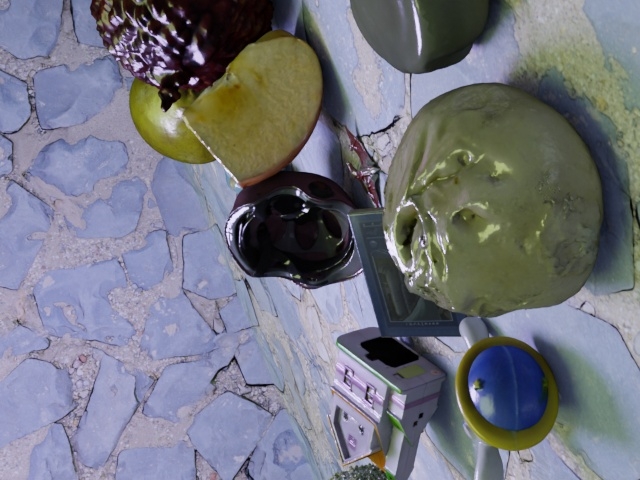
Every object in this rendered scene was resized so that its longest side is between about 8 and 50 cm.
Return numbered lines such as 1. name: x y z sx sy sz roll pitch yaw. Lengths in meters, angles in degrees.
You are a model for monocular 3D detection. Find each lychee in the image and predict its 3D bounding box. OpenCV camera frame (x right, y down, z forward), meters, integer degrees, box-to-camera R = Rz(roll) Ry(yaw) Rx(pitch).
1. lychee: -0.302 -0.515 1.894 0.424 0.424 0.500 157 120 -73

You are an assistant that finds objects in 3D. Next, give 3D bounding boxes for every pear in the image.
1. pear: -0.391 -0.394 2.484 0.413 0.352 0.352 133 115 -82

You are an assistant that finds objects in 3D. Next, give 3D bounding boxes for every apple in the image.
1. apple: -0.129 -0.293 1.853 0.252 0.309 0.314 50 -179 -34

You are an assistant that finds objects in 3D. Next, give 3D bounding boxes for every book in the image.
1. book: 0.168 0.061 1.588 0.191 0.025 0.269 -4 114 29

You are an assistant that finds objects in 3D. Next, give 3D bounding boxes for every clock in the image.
1. clock: 0.132 0.383 1.898 0.235 0.166 0.309 33 123 43

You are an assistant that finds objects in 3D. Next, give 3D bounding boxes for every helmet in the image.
1. helmet: -0.044 -0.044 1.944 0.197 0.338 0.271 -87 -1 -53

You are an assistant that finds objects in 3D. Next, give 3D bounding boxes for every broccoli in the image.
1. broccoli: 0.126 0.749 2.472 0.180 0.242 0.273 -97 7 -51

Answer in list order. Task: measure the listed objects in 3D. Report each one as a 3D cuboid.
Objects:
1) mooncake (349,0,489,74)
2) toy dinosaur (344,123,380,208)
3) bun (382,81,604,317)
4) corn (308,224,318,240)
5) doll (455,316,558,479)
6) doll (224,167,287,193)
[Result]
1. mooncake: 0.131 -0.367 1.200 0.275 0.135 0.275 59 165 27
2. toy dinosaur: 0.093 -0.139 1.771 0.108 0.032 0.220 5 118 69
3. bun: 0.215 -0.049 1.169 0.362 0.234 0.326 -38 69 66
4. corn: 0.000 0.000 2.144 0.087 0.087 0.211 62 164 20
5. doll: 0.305 0.235 1.426 0.242 0.159 0.311 69 -167 -51
6. doll: -0.148 -0.138 2.286 0.161 0.177 0.261 95 154 -57
